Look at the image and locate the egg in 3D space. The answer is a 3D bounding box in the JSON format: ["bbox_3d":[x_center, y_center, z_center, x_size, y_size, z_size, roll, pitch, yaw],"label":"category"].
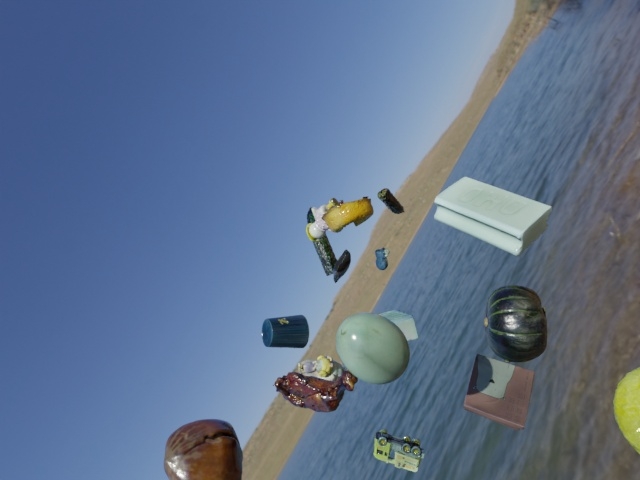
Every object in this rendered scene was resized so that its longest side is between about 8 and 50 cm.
[{"bbox_3d":[0.134,0.274,1.083,0.231,0.168,0.168,41,-105,-36],"label":"egg"}]

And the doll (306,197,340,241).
[{"bbox_3d":[0.010,-0.065,1.537,0.207,0.129,0.081,-51,-4,41],"label":"doll"}]

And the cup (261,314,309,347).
[{"bbox_3d":[-0.150,0.356,1.679,0.176,0.155,0.131,16,100,59],"label":"cup"}]

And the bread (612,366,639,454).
[{"bbox_3d":[1.188,0.614,1.401,0.308,0.348,0.348,46,-112,-36],"label":"bread"}]

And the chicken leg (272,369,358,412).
[{"bbox_3d":[0.000,0.469,1.344,0.407,0.158,0.096,-26,21,49],"label":"chicken leg"}]

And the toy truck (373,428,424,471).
[{"bbox_3d":[0.261,0.715,1.430,0.077,0.168,0.100,7,-86,-79],"label":"toy truck"}]

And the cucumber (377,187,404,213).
[{"bbox_3d":[0.259,-0.137,1.533,0.181,0.053,0.053,33,-94,-49],"label":"cucumber"}]

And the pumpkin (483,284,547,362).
[{"bbox_3d":[0.817,0.350,1.784,0.323,0.241,0.324,-1,-90,-69],"label":"pumpkin"}]

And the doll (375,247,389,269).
[{"bbox_3d":[0.230,0.069,1.588,0.076,0.050,0.083,-107,12,-81],"label":"doll"}]

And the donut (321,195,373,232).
[{"bbox_3d":[0.104,-0.087,1.418,0.181,0.078,0.146,-11,-16,-38],"label":"donut"}]

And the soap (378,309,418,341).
[{"bbox_3d":[0.298,0.348,1.722,0.230,0.145,0.091,175,84,-72],"label":"soap"}]

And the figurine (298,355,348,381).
[{"bbox_3d":[0.030,0.553,1.802,0.127,0.235,0.155,-100,1,-57],"label":"figurine"}]

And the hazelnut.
[{"bbox_3d":[-0.296,0.562,1.093,0.181,0.212,0.181,-25,-52,-17],"label":"hazelnut"}]

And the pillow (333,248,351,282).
[{"bbox_3d":[0.078,0.095,1.534,0.090,0.048,0.150,-43,-15,-15],"label":"pillow"}]

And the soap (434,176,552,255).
[{"bbox_3d":[0.475,-0.077,1.189,0.159,0.265,0.088,-32,-47,-27],"label":"soap"}]

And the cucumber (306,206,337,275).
[{"bbox_3d":[0.000,0.000,1.721,0.067,0.294,0.067,-21,-10,-4],"label":"cucumber"}]

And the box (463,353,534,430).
[{"bbox_3d":[0.661,0.563,1.576,0.215,0.215,0.086,-63,-27,-28],"label":"box"}]
